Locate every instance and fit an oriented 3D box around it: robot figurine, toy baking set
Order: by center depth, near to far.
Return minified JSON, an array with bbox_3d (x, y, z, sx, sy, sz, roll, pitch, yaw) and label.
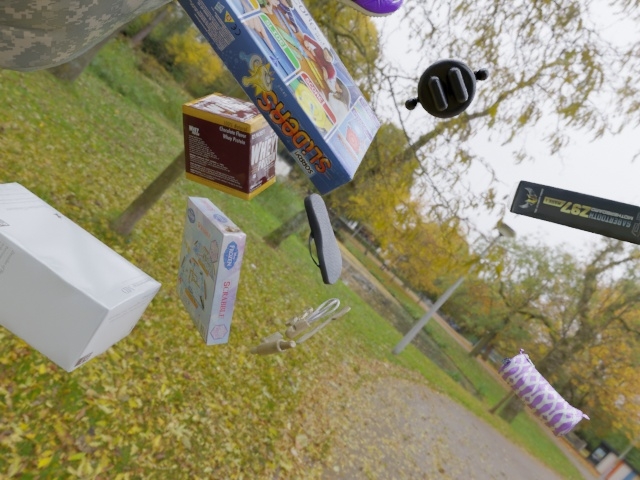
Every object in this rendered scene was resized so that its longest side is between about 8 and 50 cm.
[{"bbox_3d":[-0.053,0.200,1.068,0.256,0.197,0.030,-21,-77,50],"label":"toy baking set"},{"bbox_3d":[0.382,-0.462,1.391,0.209,0.173,0.278,18,22,4],"label":"robot figurine"}]

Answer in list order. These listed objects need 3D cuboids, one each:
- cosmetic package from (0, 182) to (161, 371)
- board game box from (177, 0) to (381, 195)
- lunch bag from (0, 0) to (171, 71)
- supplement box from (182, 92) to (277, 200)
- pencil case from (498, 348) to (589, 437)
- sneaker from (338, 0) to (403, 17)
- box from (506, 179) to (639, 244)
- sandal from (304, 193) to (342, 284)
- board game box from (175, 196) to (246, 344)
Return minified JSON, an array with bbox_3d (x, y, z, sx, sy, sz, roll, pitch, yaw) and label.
[{"bbox_3d":[-0.542,0.057,0.885,0.385,0.156,0.217,33,9,-2],"label":"cosmetic package"},{"bbox_3d":[-0.025,-0.154,0.396,0.201,0.035,0.136,53,34,-17],"label":"board game box"},{"bbox_3d":[-0.277,-0.327,0.500,0.169,0.287,0.235,50,-28,-19],"label":"lunch bag"},{"bbox_3d":[-0.217,-0.233,1.112,0.191,0.194,0.129,20,36,18],"label":"supplement box"},{"bbox_3d":[0.524,0.364,1.091,0.206,0.088,0.086,51,9,26],"label":"pencil case"},{"bbox_3d":[0.121,-0.729,1.274,0.294,0.102,0.146,8,-10,-19],"label":"sneaker"},{"bbox_3d":[0.418,-0.055,0.770,0.184,0.059,0.233,17,12,18],"label":"box"},{"bbox_3d":[0.000,0.000,1.246,0.097,0.055,0.254,8,66,-57],"label":"sandal"},{"bbox_3d":[-0.321,0.073,1.287,0.066,0.317,0.319,1,22,-33],"label":"board game box"}]
